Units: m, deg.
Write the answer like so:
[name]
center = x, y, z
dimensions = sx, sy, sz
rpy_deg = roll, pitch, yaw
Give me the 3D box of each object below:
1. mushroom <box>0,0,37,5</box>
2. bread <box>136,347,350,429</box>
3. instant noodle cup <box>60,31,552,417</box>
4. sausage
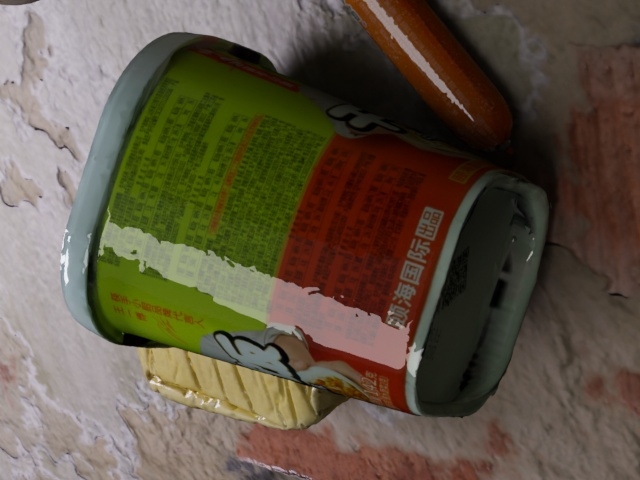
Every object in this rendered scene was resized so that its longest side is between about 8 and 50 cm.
[mushroom]
center = -0.291, -0.298, 1.632
dimensions = 0.141, 0.117, 0.188
rpy_deg = 13, 119, 21
[bread]
center = -0.066, 0.094, 1.674
dimensions = 0.236, 0.106, 0.140
rpy_deg = 11, 121, 36
[instant noodle cup]
center = 0.000, 0.000, 1.442
dimensions = 0.308, 0.294, 0.293
rpy_deg = 19, 126, 25
[sausage]
center = 0.042, -0.203, 1.437
dimensions = 0.347, 0.053, 0.053
rpy_deg = 52, 137, 3
